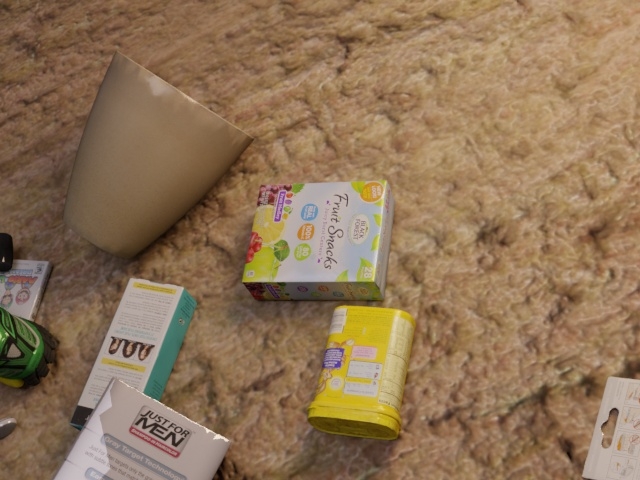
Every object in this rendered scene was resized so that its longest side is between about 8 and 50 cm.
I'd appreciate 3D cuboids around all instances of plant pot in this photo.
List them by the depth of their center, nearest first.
[{"bbox_3d":[-0.286,-0.117,1.597,0.256,0.256,0.274,34,93,31],"label":"plant pot"}]

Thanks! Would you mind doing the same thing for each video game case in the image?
[{"bbox_3d":[-0.538,0.097,1.679,0.157,0.019,0.143,2,63,20],"label":"video game case"}]

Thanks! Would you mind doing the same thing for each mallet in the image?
[{"bbox_3d":[-0.601,0.050,1.700,0.190,0.039,0.062,-25,59,11],"label":"mallet"}]

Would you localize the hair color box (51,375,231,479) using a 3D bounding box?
[{"bbox_3d":[-0.289,0.392,1.331,0.185,0.113,0.374,29,73,1],"label":"hair color box"}]

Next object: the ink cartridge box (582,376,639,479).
[{"bbox_3d":[0.433,0.253,1.250,0.179,0.045,0.145,2,62,41],"label":"ink cartridge box"}]

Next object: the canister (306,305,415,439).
[{"bbox_3d":[0.061,0.180,1.390,0.126,0.073,0.170,3,62,21],"label":"canister"}]

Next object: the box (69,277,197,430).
[{"bbox_3d":[-0.278,0.182,1.515,0.101,0.060,0.244,9,65,23],"label":"box"}]

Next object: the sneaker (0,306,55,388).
[{"bbox_3d":[-0.583,0.118,1.586,0.344,0.146,0.134,15,73,26],"label":"sneaker"}]

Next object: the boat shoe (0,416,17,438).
[{"bbox_3d":[-0.517,0.295,1.553,0.100,0.035,0.035,-33,59,7],"label":"boat shoe"}]

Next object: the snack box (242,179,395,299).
[{"bbox_3d":[0.000,0.000,1.514,0.207,0.070,0.174,-1,61,17],"label":"snack box"}]
